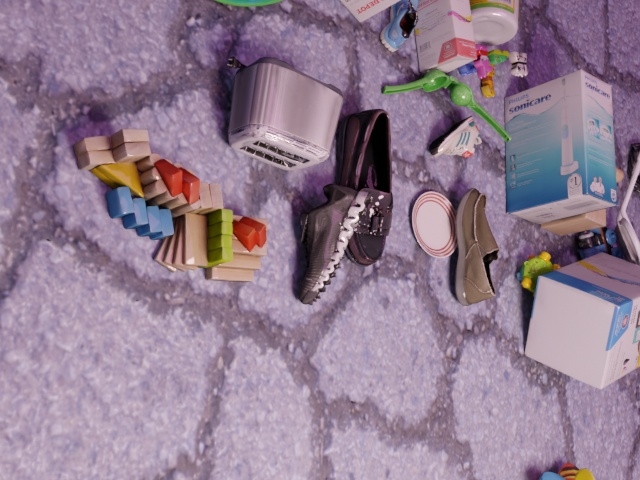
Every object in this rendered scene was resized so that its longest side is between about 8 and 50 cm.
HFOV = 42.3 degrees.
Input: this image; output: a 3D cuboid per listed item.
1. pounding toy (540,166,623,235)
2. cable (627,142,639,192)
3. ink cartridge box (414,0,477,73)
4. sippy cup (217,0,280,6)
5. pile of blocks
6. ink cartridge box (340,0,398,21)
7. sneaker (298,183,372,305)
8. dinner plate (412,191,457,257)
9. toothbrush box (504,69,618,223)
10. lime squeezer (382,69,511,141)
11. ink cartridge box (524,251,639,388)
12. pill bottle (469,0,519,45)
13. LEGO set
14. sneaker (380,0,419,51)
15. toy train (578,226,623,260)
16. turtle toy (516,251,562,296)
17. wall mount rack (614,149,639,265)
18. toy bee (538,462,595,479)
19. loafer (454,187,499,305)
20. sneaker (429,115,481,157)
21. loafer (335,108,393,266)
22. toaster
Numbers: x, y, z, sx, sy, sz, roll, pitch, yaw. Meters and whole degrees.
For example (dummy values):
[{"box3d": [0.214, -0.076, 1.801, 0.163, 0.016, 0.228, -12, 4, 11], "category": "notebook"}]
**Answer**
[{"box3d": [0.630, -0.123, 1.947, 0.094, 0.206, 0.181, 17, 69, -36], "category": "pounding toy"}, {"box3d": [0.925, -0.195, 2.314, 0.184, 0.047, 0.151, 6, 76, -39], "category": "cable"}, {"box3d": [0.263, -0.469, 1.782, 0.067, 0.115, 0.198, 0, 80, -39], "category": "ink cartridge box"}, {"box3d": [-0.124, -0.564, 1.427, 0.305, 0.240, 0.224, 41, 39, -63], "category": "sippy cup"}, {"box3d": [-0.215, -0.045, 1.288, 0.362, 0.112, 0.149, 34, 60, -29], "category": "pile of blocks"}, {"box3d": [0.076, -0.566, 1.611, 0.237, 0.172, 0.100, 42, 57, -25], "category": "ink cartridge box"}, {"box3d": [0.000, 0.000, 1.485, 0.106, 0.078, 0.234, 26, 81, 6], "category": "sneaker"}, {"box3d": [0.237, -0.032, 1.724, 0.141, 0.017, 0.141, 11, 72, -38], "category": "dinner plate"}, {"box3d": [0.544, -0.208, 1.890, 0.126, 0.216, 0.296, 13, 71, -38], "category": "toothbrush box"}, {"box3d": [0.278, -0.308, 1.767, 0.310, 0.059, 0.110, 19, 40, -17], "category": "lime squeezer"}, {"box3d": [0.623, 0.169, 1.841, 0.270, 0.197, 0.198, -14, 117, -41], "category": "ink cartridge box"}, {"box3d": [0.388, -0.585, 1.899, 0.136, 0.136, 0.246, 20, 67, -35], "category": "pill bottle"}, {"box3d": [0.386, -0.380, 1.888, 0.227, 0.087, 0.093, -7, 88, -47], "category": "LEGO set"}, {"box3d": [0.185, -0.470, 1.745, 0.063, 0.073, 0.162, 33, 60, -29], "category": "sneaker"}, {"box3d": [0.692, 0.049, 2.046, 0.105, 0.080, 0.184, -17, 91, -35], "category": "toy train"}, {"box3d": [0.496, 0.085, 1.879, 0.130, 0.066, 0.095, 41, 80, -28], "category": "turtle toy"}, {"box3d": [0.782, -0.051, 2.015, 0.350, 0.130, 0.304, 21, 49, -73], "category": "wall mount rack"}, {"box3d": [0.491, 0.573, 1.701, 0.298, 0.162, 0.195, -27, 142, -32], "category": "toy bee"}, {"box3d": [0.337, 0.013, 1.736, 0.094, 0.087, 0.251, 20, 71, -60], "category": "loafer"}, {"box3d": [0.299, -0.207, 1.789, 0.161, 0.057, 0.075, -40, 100, -41], "category": "sneaker"}, {"box3d": [0.090, -0.105, 1.566, 0.109, 0.095, 0.303, 7, 75, -38], "category": "loafer"}, {"box3d": [-0.069, -0.217, 1.440, 0.227, 0.129, 0.146, 19, 70, -37], "category": "toaster"}]
